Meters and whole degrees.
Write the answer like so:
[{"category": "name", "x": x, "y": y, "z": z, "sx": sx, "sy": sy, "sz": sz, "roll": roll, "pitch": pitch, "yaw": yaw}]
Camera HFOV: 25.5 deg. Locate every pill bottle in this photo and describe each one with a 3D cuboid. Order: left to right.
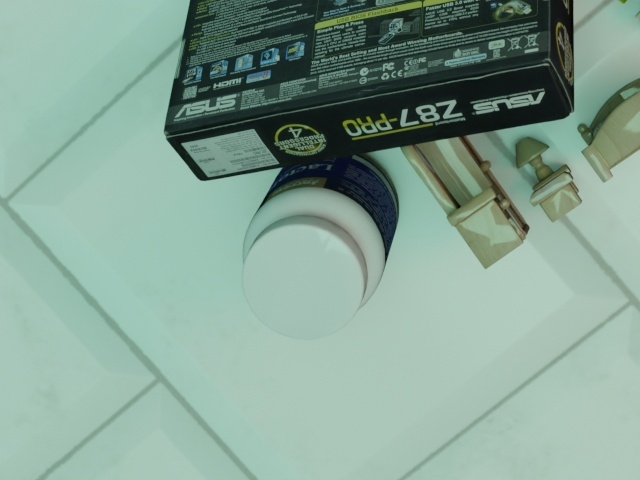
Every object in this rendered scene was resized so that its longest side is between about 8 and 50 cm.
[{"category": "pill bottle", "x": 0.000, "y": 0.000, "z": 1.530, "sx": 0.153, "sy": 0.264, "sz": 0.153, "roll": 2, "pitch": 109, "yaw": 7}]

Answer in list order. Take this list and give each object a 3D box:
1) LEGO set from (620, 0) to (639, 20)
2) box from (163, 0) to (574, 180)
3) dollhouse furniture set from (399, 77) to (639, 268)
[{"category": "LEGO set", "x": 0.325, "y": -0.322, "z": 1.519, "sx": 0.227, "sy": 0.093, "sz": 0.087, "roll": 35, "pitch": 136, "yaw": -6}, {"category": "box", "x": 0.052, "y": -0.236, "z": 1.423, "sx": 0.395, "sy": 0.318, "sz": 0.097, "roll": -10, "pitch": 145, "yaw": 22}, {"category": "dollhouse furniture set", "x": 0.273, "y": -0.152, "z": 1.451, "sx": 0.356, "sy": 0.303, "sz": 0.173, "roll": -36, "pitch": 88, "yaw": 12}]
